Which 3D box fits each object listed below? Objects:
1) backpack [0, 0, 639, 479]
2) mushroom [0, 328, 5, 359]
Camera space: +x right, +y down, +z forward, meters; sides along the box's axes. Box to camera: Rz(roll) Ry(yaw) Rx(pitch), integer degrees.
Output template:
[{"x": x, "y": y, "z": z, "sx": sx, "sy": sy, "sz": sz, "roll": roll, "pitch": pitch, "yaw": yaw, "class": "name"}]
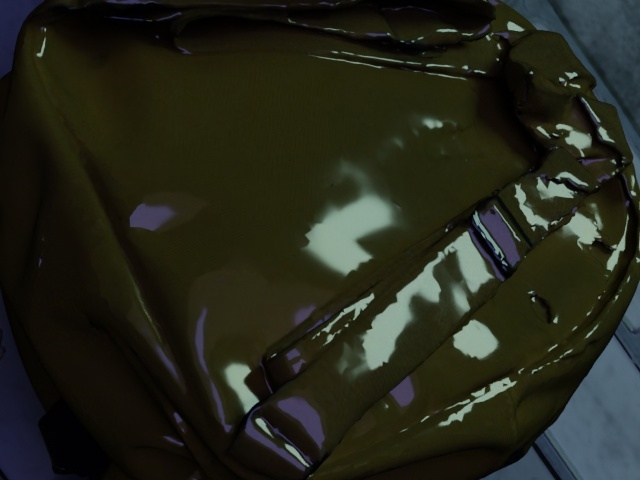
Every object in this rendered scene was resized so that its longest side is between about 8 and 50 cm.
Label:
[{"x": 0.003, "y": -0.001, "z": 0.801, "sx": 0.378, "sy": 0.201, "sz": 0.353, "roll": -10, "pitch": 71, "yaw": -27, "class": "backpack"}, {"x": -0.210, "y": 0.121, "z": 0.737, "sx": 0.061, "sy": 0.060, "sz": 0.187, "roll": 23, "pitch": 99, "yaw": -8, "class": "mushroom"}]
